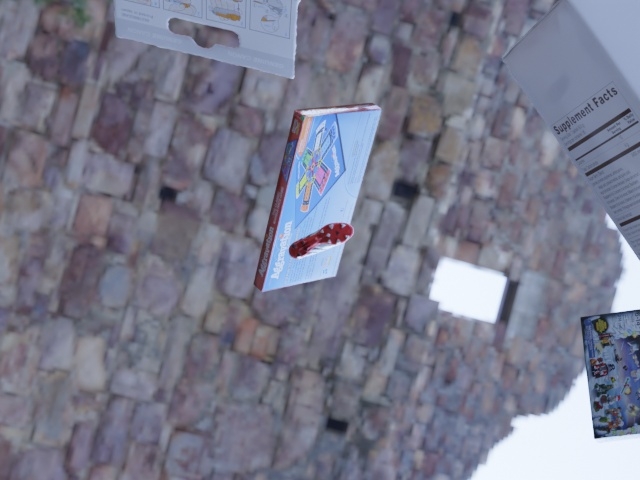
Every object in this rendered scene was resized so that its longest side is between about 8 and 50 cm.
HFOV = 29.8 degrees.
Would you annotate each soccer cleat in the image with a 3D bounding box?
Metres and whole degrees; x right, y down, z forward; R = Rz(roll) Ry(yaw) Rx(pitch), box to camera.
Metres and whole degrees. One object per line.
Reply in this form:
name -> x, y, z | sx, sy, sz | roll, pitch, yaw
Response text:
soccer cleat -> 0.000, 0.000, 1.454 | 0.035, 0.083, 0.029 | 144, -78, -87

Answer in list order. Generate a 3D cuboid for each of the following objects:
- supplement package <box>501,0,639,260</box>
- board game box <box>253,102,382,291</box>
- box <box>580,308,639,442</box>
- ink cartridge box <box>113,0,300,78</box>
supplement package -> 0.347, -0.126, 1.156 | 0.177, 0.293, 0.175 | -33, 177, -15
board game box -> -0.006, -0.061, 1.721 | 0.027, 0.145, 0.281 | 38, -55, 37
box -> 0.333, 0.143, 1.284 | 0.027, 0.094, 0.137 | 42, 42, -61
ink cartridge box -> -0.091, -0.262, 1.024 | 0.056, 0.181, 0.224 | -62, 162, -45
